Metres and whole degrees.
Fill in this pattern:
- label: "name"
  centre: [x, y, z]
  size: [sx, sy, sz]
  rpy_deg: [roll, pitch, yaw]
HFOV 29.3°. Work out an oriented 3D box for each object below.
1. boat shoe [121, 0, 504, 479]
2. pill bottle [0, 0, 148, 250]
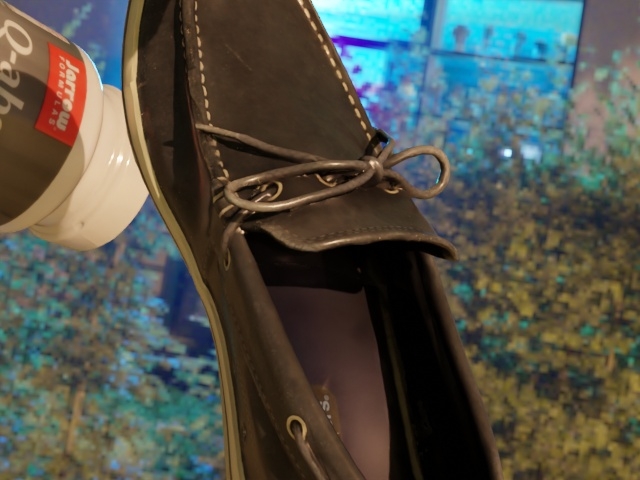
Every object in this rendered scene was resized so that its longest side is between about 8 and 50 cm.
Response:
- label: "boat shoe"
  centre: [0.000, 0.000, 0.770]
  size: [0.187, 0.500, 0.156]
  rpy_deg: [1, -23, -36]
- label: "pill bottle"
  centre: [-0.339, -0.130, 1.152]
  size: [0.210, 0.210, 0.363]
  rpy_deg: [6, -15, 43]
